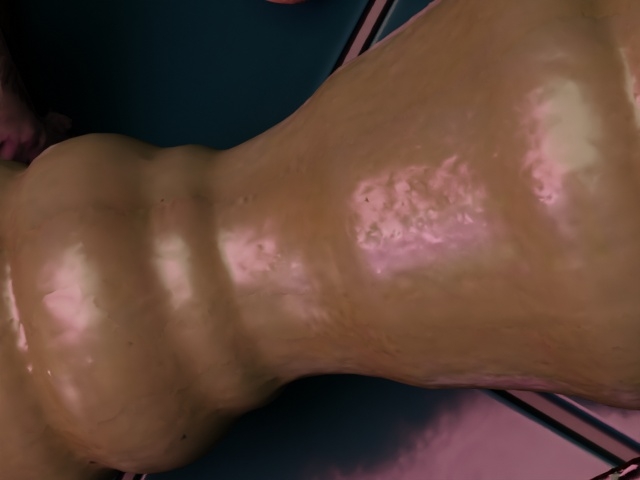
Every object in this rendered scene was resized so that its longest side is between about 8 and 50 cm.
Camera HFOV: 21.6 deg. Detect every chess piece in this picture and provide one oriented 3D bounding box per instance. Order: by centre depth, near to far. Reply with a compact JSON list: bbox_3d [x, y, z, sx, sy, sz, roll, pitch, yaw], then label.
[{"bbox_3d":[0.000,0.000,0.822,0.442,0.234,0.234,-15,76,15],"label":"chess piece"}]

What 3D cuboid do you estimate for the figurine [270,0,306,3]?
[{"bbox_3d":[-0.026,-0.272,0.925,0.133,0.200,0.276,-9,107,38],"label":"figurine"}]

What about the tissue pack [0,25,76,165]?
[{"bbox_3d":[-0.308,-0.142,0.965,0.332,0.245,0.123,22,68,32],"label":"tissue pack"}]

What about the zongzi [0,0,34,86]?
[{"bbox_3d":[-0.234,-0.231,1.007,0.242,0.112,0.221,51,144,20],"label":"zongzi"}]

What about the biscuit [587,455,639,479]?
[{"bbox_3d":[0.168,0.141,0.812,0.252,0.106,0.070,-27,71,17],"label":"biscuit"}]
